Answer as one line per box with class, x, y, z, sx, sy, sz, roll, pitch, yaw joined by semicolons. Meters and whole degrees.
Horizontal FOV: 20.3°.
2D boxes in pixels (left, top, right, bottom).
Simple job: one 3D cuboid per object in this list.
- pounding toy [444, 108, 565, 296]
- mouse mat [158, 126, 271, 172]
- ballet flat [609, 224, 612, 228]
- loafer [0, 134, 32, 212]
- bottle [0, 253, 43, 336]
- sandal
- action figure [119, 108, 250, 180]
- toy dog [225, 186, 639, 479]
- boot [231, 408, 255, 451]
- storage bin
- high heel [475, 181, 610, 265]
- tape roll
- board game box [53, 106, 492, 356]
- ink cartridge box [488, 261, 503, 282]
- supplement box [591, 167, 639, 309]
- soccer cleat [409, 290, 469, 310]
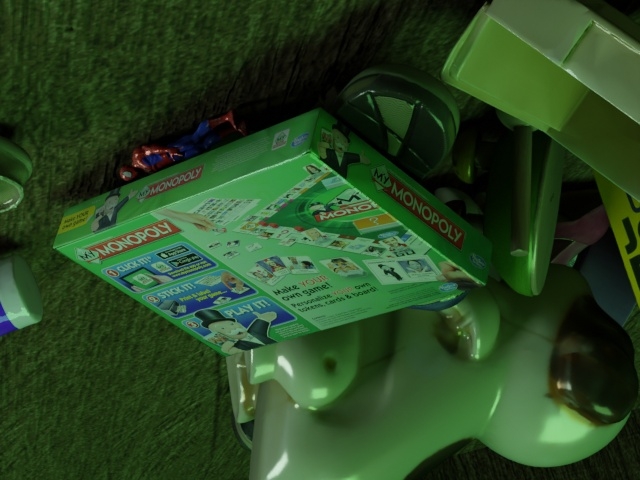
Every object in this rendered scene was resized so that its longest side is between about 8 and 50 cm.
pounding toy;0.160;-0.050;1.664;0.110;0.183;0.237;7;169;13
mouse mat;-0.083;-0.062;1.605;0.152;0.007;0.189;-5;160;-37
ballet flat;0.408;0.000;2.225;0.221;0.077;0.079;-13;145;-11
loafer;-0.337;-0.023;1.317;0.268;0.092;0.102;-7;162;-32
bottle;-0.397;0.087;1.637;0.283;0.092;0.118;-18;163;6
sandal;0.043;-0.088;1.464;0.120;0.086;0.303;24;158;-14
action figure;-0.116;-0.074;1.485;0.115;0.030;0.038;-19;156;18
toy dog;0.121;0.135;1.823;0.408;0.395;0.284;-5;154;-9
boot;0.080;0.191;2.429;0.377;0.138;0.284;-7;163;-13
storage bin;0.260;-0.081;1.372;0.123;0.262;0.260;-55;154;11
high heel;0.252;-0.043;1.941;0.117;0.082;0.244;-51;143;2
tape roll;0.300;0.069;2.110;0.080;0.189;0.189;33;150;-8
board game box;-0.044;0.004;1.499;0.317;0.046;0.213;-18;137;42
ink cartridge box;0.142;0.085;2.198;0.148;0.086;0.203;-15;164;-8
supplement box;0.402;-0.015;1.606;0.195;0.356;0.194;-5;160;-36
soccer cleat;0.001;-0.001;1.607;0.289;0.093;0.121;10;163;1
